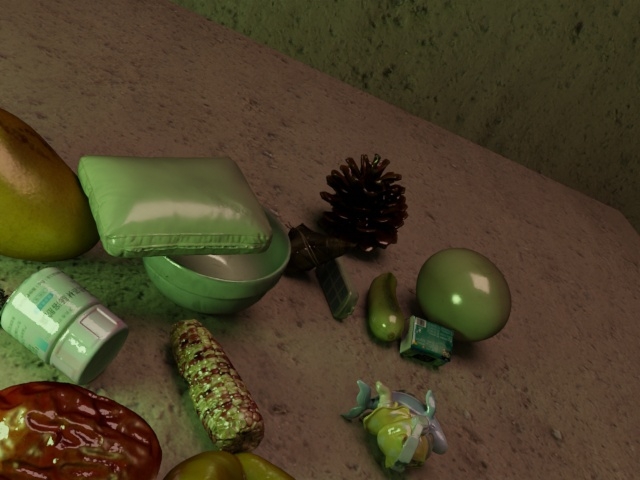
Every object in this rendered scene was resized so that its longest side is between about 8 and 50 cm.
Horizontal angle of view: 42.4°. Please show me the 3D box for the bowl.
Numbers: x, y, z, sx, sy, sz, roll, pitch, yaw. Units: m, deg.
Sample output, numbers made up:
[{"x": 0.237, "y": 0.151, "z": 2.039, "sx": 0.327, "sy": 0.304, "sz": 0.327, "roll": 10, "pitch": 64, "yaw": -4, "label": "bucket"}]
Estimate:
[{"x": -0.222, "y": 0.033, "z": 1.656, "sx": 0.307, "sy": 0.163, "sz": 0.307, "roll": 14, "pitch": 35, "yaw": -10, "label": "bowl"}]

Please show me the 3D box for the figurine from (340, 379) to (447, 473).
[{"x": 0.145, "y": 0.350, "z": 1.566, "sx": 0.209, "sy": 0.128, "sz": 0.184, "roll": 24, "pitch": 28, "yaw": 4, "label": "figurine"}]

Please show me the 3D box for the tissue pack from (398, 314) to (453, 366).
[{"x": 0.240, "y": 0.238, "z": 1.918, "sx": 0.111, "sy": 0.079, "sz": 0.085, "roll": 21, "pitch": 59, "yaw": -19, "label": "tissue pack"}]

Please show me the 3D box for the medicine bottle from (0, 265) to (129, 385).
[{"x": -0.414, "y": 0.139, "z": 1.340, "sx": 0.168, "sy": 0.135, "sz": 0.135, "roll": 37, "pitch": 27, "yaw": 7, "label": "medicine bottle"}]

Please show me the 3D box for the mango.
[{"x": -0.571, "y": -0.096, "z": 1.498, "sx": 0.378, "sy": 0.221, "sz": 0.264, "roll": 35, "pitch": 22, "yaw": -12, "label": "mango"}]

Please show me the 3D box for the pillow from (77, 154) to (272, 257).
[{"x": -0.268, "y": -0.069, "z": 1.526, "sx": 0.322, "sy": 0.119, "sz": 0.255, "roll": -2, "pitch": 42, "yaw": -30, "label": "pillow"}]

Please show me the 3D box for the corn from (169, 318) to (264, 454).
[{"x": -0.188, "y": 0.248, "z": 1.428, "sx": 0.098, "sy": 0.098, "sz": 0.290, "roll": 6, "pitch": 32, "yaw": -40, "label": "corn"}]

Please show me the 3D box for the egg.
[{"x": 0.352, "y": 0.135, "z": 2.042, "sx": 0.219, "sy": 0.219, "sz": 0.269, "roll": 14, "pitch": 30, "yaw": -31, "label": "egg"}]

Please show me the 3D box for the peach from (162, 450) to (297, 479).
[{"x": -0.123, "y": 0.401, "z": 1.175, "sx": 0.251, "sy": 0.153, "sz": 0.251, "roll": 25, "pitch": 10, "yaw": -5, "label": "peach"}]

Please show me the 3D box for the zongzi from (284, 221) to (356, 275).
[{"x": 0.000, "y": 0.000, "z": 1.977, "sx": 0.187, "sy": 0.184, "sz": 0.084, "roll": -83, "pitch": 154, "yaw": -64, "label": "zongzi"}]

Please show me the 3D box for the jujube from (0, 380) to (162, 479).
[{"x": -0.342, "y": 0.282, "z": 1.119, "sx": 0.251, "sy": 0.174, "sz": 0.174, "roll": 20, "pitch": 28, "yaw": -16, "label": "jujube"}]

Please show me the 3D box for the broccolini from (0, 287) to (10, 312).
[{"x": -0.609, "y": 0.080, "z": 1.323, "sx": 0.216, "sy": 0.067, "sz": 0.058, "roll": 22, "pitch": -11, "yaw": -18, "label": "broccolini"}]

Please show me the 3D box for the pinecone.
[{"x": 0.112, "y": -0.109, "z": 2.201, "sx": 0.264, "sy": 0.264, "sz": 0.264, "roll": 24, "pitch": 27, "yaw": -13, "label": "pinecone"}]

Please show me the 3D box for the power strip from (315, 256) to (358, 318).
[{"x": 0.035, "y": 0.094, "z": 1.943, "sx": 0.029, "sy": 0.080, "sz": 0.227, "roll": 17, "pitch": 29, "yaw": -28, "label": "power strip"}]

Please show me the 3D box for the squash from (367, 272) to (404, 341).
[{"x": 0.153, "y": 0.157, "z": 1.964, "sx": 0.083, "sy": 0.083, "sz": 0.250, "roll": 25, "pitch": 23, "yaw": -11, "label": "squash"}]
